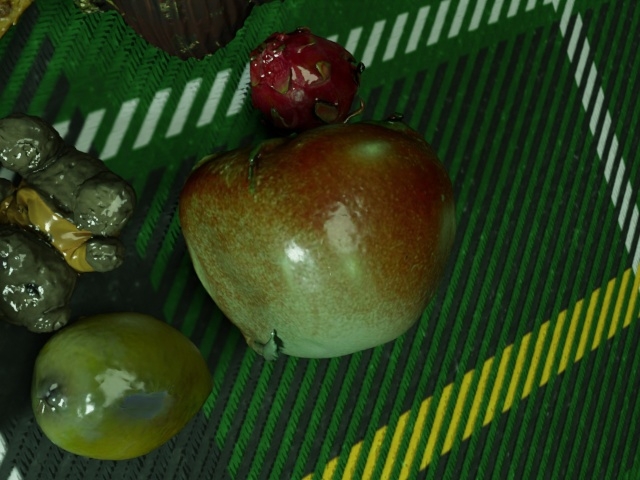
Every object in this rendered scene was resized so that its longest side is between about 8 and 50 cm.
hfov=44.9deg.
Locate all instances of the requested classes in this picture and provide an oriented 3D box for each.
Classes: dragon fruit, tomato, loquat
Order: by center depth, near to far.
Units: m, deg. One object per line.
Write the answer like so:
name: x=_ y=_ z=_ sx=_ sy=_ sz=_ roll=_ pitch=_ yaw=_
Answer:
loquat: x=-0.201 y=0.150 z=0.805 sx=0.195 sy=0.152 sz=0.152 roll=4 pitch=86 yaw=-42
tomato: x=0.000 y=0.000 z=0.842 sx=0.304 sy=0.303 sz=0.239 roll=-16 pitch=94 yaw=-29
dragon fruit: x=-0.017 y=-0.183 z=0.936 sx=0.166 sy=0.136 sz=0.133 roll=-1 pitch=121 yaw=-56

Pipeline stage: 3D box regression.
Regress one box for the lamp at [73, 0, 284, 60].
lamp: x=-0.154 y=-0.310 z=0.808 sx=0.247 sy=0.247 sz=0.246 roll=1 pitch=87 yaw=-30

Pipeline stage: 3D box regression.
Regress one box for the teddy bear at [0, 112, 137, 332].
teddy bear: x=-0.276 y=-0.006 z=0.784 sx=0.177 sy=0.140 sz=0.190 roll=31 pitch=81 yaw=8

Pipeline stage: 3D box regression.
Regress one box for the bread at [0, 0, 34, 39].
bread: x=-0.371 y=-0.228 z=0.722 sx=0.149 sy=0.143 sz=0.158 roll=45 pitch=68 yaw=-28
